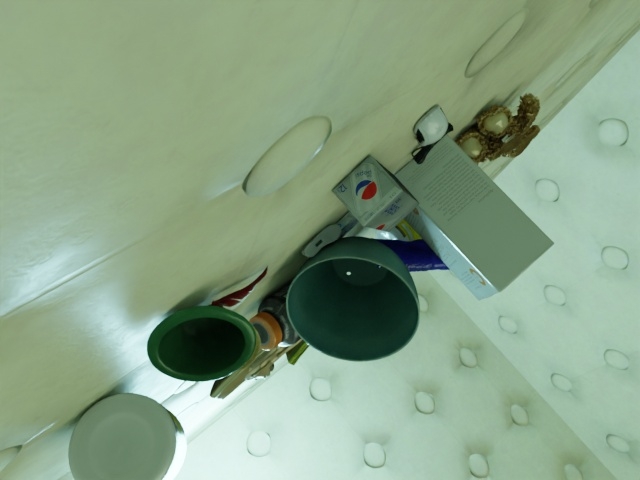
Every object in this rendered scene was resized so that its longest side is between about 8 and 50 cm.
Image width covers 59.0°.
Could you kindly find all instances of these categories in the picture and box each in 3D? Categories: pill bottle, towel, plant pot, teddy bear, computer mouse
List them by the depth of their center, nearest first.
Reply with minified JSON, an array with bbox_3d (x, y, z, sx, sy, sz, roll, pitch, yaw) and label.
[{"bbox_3d":[0.222,-0.208,1.115,0.106,0.042,0.193,-42,169,7],"label":"computer mouse"},{"bbox_3d":[-0.373,0.420,1.146,0.188,0.188,0.334,-37,168,-20],"label":"pill bottle"},{"bbox_3d":[0.081,0.103,1.293,0.290,0.290,0.195,-48,-166,31],"label":"plant pot"},{"bbox_3d":[-0.066,0.176,1.390,0.245,0.130,0.130,-30,164,-46],"label":"pill bottle"},{"bbox_3d":[0.465,-0.292,1.511,0.338,0.113,0.245,-22,152,-39],"label":"teddy bear"},{"bbox_3d":[0.242,0.034,1.524,0.308,0.076,0.227,-1,-175,-23],"label":"towel"},{"bbox_3d":[-0.074,0.282,1.715,0.102,0.021,0.237,-49,-160,7],"label":"towel"},{"bbox_3d":[0.275,-0.041,1.736,0.215,0.117,0.117,-34,167,-32],"label":"pill bottle"}]

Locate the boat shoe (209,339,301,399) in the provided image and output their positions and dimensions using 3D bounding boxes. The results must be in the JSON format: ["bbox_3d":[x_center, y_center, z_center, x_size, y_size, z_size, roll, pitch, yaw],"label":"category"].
[{"bbox_3d":[-0.182,0.352,1.628,0.341,0.110,0.122,-45,-164,11],"label":"boat shoe"}]

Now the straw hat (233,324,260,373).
[{"bbox_3d":[-0.210,0.225,1.256,0.144,0.144,0.061,-41,-153,-2],"label":"straw hat"}]

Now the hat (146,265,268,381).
[{"bbox_3d":[-0.209,0.131,1.021,0.208,0.184,0.173,23,116,-31],"label":"hat"}]

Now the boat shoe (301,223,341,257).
[{"bbox_3d":[0.000,0.000,1.206,0.100,0.035,0.035,-42,-163,-16],"label":"boat shoe"}]

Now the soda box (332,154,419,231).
[{"bbox_3d":[0.118,-0.084,1.116,0.098,0.091,0.286,-43,169,11],"label":"soda box"}]

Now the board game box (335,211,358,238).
[{"bbox_3d":[0.061,-0.039,1.277,0.090,0.020,0.090,-42,169,16],"label":"board game box"}]

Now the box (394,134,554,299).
[{"bbox_3d":[0.338,-0.047,1.336,0.168,0.345,0.215,-40,169,-4],"label":"box"}]
